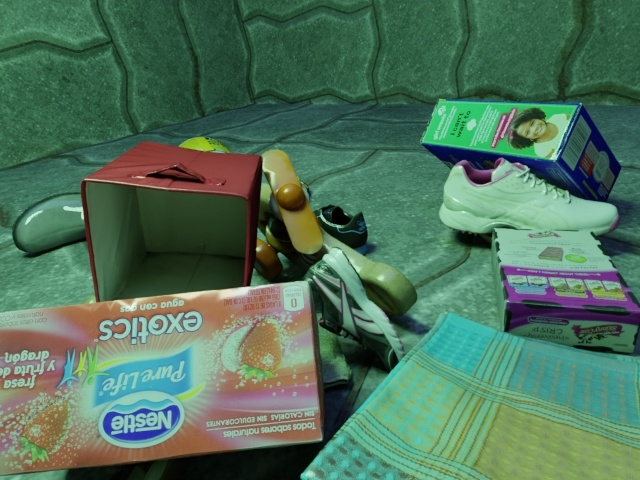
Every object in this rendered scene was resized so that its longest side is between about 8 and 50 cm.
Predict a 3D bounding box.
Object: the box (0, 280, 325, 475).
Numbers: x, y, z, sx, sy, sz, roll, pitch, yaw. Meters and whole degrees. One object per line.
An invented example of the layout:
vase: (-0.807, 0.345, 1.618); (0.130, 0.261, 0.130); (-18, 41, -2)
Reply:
box: (-0.148, 0.142, 0.433); (0.299, 0.154, 0.142); (-6, 70, -1)

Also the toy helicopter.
toy helicopter: (0.000, 0.000, 0.670); (0.355, 0.235, 0.140); (31, 61, 34)

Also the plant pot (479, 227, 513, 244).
plant pot: (0.427, -0.026, 0.845); (0.236, 0.032, 0.236); (-5, 26, 3)

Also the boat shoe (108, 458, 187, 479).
boat shoe: (-0.180, 0.269, 0.323); (0.073, 0.080, 0.223); (-6, 20, 12)

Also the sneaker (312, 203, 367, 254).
sneaker: (-0.002, -0.035, 0.884); (0.232, 0.091, 0.081); (12, 31, 32)

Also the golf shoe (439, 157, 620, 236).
golf shoe: (0.377, -0.077, 0.768); (0.306, 0.140, 0.115); (6, 27, 19)

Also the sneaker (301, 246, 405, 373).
sneaker: (0.039, 0.101, 0.546); (0.077, 0.178, 0.072); (-33, -4, -3)

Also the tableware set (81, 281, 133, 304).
tableware set: (-0.344, 0.127, 0.611); (0.141, 0.020, 0.169); (-11, 44, 39)

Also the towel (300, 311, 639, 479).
towel: (0.189, 0.167, 0.386); (0.271, 0.040, 0.370); (11, 15, 31)

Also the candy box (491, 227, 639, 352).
candy box: (0.353, 0.061, 0.637); (0.159, 0.071, 0.233); (3, 28, 18)

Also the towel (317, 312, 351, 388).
towel: (-0.024, 0.153, 0.578); (0.110, 0.027, 0.148); (-9, 26, -9)

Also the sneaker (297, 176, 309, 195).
sneaker: (-0.069, -0.146, 1.131); (0.069, 0.084, 0.185); (-4, 26, 4)

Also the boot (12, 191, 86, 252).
boot: (-0.527, -0.051, 1.011); (0.222, 0.118, 0.338); (20, 40, 33)

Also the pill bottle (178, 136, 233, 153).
pill bottle: (-0.301, -0.171, 1.111); (0.187, 0.188, 0.334); (-15, 28, -18)

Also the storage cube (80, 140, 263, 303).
storage cube: (-0.180, -0.016, 0.571); (0.183, 0.215, 0.193); (5, 25, -5)

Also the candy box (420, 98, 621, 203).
candy box: (0.425, -0.186, 0.908); (0.268, 0.122, 0.317); (24, 0, -39)
